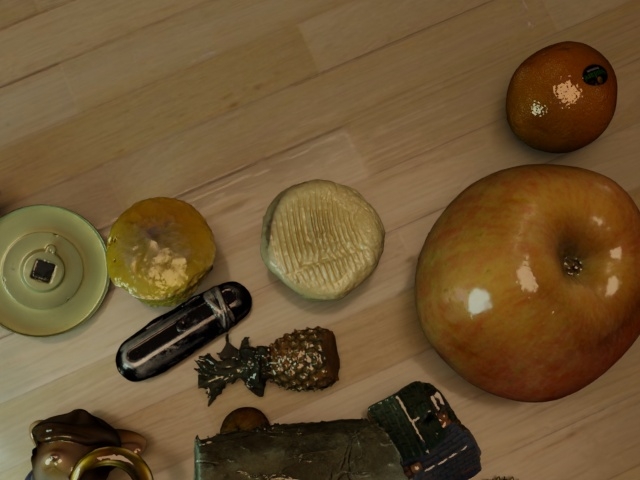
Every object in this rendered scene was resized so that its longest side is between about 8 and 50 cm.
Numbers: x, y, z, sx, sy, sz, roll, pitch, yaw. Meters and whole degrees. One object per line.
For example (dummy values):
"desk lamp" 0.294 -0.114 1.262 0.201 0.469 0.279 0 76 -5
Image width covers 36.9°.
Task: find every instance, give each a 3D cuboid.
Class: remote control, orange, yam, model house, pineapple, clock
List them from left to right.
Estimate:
"clock" -0.483 0.053 1.667 0.235 0.029 0.235 0 90 -24
"remote control" -0.240 0.156 1.678 0.265 0.066 0.090 -33 82 -6
"pineapple" -0.096 0.213 1.657 0.251 0.125 0.125 -10 79 8
"yam" -0.035 0.406 1.514 0.348 0.241 0.241 0 78 -17
"model house" 0.170 0.331 1.592 0.166 0.172 0.183 -29 80 -4
"orange" 0.429 -0.255 1.700 0.206 0.206 0.206 0 79 0

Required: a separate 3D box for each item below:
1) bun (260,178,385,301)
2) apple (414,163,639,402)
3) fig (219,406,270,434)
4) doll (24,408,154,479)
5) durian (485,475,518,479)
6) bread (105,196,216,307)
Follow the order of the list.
"bun" 0.000 0.000 1.677 0.220 0.134 0.221 2 74 -5
"apple" 0.351 0.062 1.560 0.391 0.346 0.392 1 78 -6
"fig" -0.131 0.322 1.616 0.088 0.125 0.089 -1 78 4
"doll" -0.426 0.445 1.548 0.317 0.209 0.340 16 83 13
"durian" 0.348 0.483 1.603 0.220 0.095 0.137 39 82 1
"bread" -0.271 0.028 1.647 0.197 0.170 0.197 0 67 0
